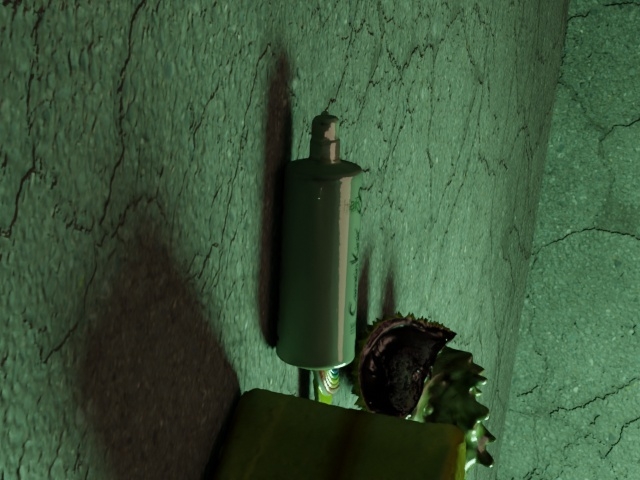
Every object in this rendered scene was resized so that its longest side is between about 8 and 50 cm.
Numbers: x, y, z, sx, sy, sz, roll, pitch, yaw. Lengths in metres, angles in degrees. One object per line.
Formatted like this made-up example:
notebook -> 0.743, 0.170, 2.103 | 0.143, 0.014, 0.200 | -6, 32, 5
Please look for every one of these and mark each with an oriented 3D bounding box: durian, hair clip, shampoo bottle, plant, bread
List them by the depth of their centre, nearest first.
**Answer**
bread -> 0.021, 0.344, 1.499 | 0.362, 0.233, 0.245 | 81, 23, -48
shampoo bottle -> 0.000, 0.000, 1.528 | 0.085, 0.085, 0.262 | -42, 137, -67
hair clip -> -0.001, 0.174, 1.711 | 0.060, 0.033, 0.188 | -48, 142, -63
durian -> 0.077, 0.170, 1.928 | 0.187, 0.119, 0.108 | -58, -168, -32
plant -> 0.124, 0.258, 2.165 | 0.333, 0.180, 0.251 | 168, -75, -72
